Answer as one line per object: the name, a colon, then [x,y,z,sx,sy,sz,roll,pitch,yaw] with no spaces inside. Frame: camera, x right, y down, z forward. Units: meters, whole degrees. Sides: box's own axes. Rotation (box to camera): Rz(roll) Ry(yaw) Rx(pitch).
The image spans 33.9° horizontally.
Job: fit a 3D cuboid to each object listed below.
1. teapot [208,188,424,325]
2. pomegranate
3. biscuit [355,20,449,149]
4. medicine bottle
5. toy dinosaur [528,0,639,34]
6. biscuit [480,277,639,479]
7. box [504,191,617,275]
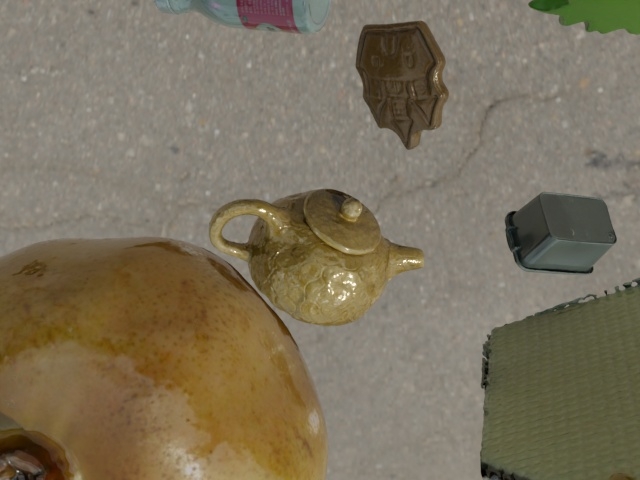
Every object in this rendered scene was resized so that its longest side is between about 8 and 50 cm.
teapot: [0.000,0.000,1.450,0.311,0.203,0.167,16,129,-20]
pomegranate: [-0.203,0.195,0.967,0.416,0.417,0.417,0,134,0]
biscuit: [0.134,-0.254,1.743,0.182,0.034,0.215,7,114,45]
medicine bottle: [-0.100,-0.309,1.306,0.216,0.090,0.090,9,138,22]
toy dinosaur: [0.211,-0.245,0.739,0.152,0.177,0.194,4,170,20]
biscuit: [0.175,0.104,0.648,0.150,0.252,0.052,-22,105,17]
box: [0.292,-0.010,1.264,0.122,0.084,0.069,4,150,-24]
